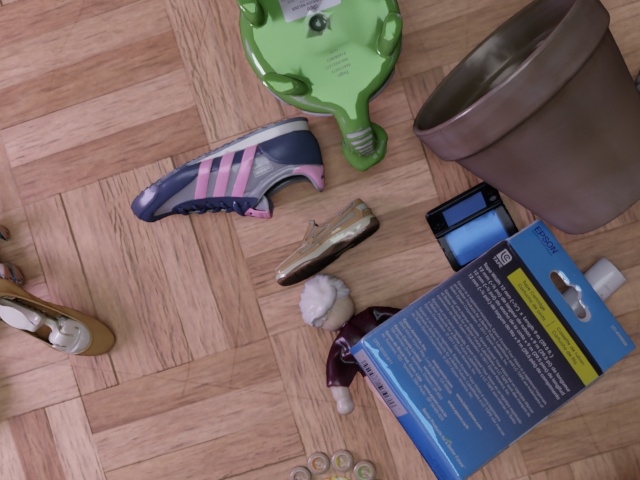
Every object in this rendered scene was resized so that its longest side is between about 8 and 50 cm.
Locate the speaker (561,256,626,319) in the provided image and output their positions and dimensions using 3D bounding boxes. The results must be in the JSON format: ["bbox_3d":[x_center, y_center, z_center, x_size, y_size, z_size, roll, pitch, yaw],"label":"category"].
[{"bbox_3d":[0.412,0.090,1.582,0.136,0.055,0.055,-44,86,4],"label":"speaker"}]

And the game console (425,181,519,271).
[{"bbox_3d":[0.241,-0.023,1.595,0.122,0.107,0.071,-29,58,4],"label":"game console"}]

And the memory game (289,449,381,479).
[{"bbox_3d":[0.024,0.431,1.639,0.186,0.012,0.186,0,90,6],"label":"memory game"}]

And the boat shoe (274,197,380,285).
[{"bbox_3d":[0.000,0.000,1.626,0.190,0.068,0.072,-32,74,-5],"label":"boat shoe"}]

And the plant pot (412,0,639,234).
[{"bbox_3d":[0.344,-0.171,1.492,0.323,0.323,0.280,-43,103,4],"label":"plant pot"}]

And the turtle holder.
[{"bbox_3d":[0.028,-0.293,1.539,0.320,0.227,0.243,41,92,4],"label":"turtle holder"}]

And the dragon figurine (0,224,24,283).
[{"bbox_3d":[-0.586,0.031,1.666,0.144,0.085,0.289,-21,89,5],"label":"dragon figurine"}]

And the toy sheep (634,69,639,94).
[{"bbox_3d":[0.526,-0.234,1.558,0.091,0.091,0.132,21,82,5],"label":"toy sheep"}]

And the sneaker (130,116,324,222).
[{"bbox_3d":[-0.144,-0.079,1.611,0.319,0.112,0.131,-25,84,6],"label":"sneaker"}]

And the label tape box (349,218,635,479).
[{"bbox_3d":[0.257,0.164,1.523,0.347,0.115,0.249,-33,82,-17],"label":"label tape box"}]

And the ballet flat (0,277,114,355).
[{"bbox_3d":[-0.439,0.138,1.616,0.232,0.073,0.080,27,104,-19],"label":"ballet flat"}]

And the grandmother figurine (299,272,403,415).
[{"bbox_3d":[0.094,0.190,1.597,0.208,0.104,0.342,-41,82,-24],"label":"grandmother figurine"}]
